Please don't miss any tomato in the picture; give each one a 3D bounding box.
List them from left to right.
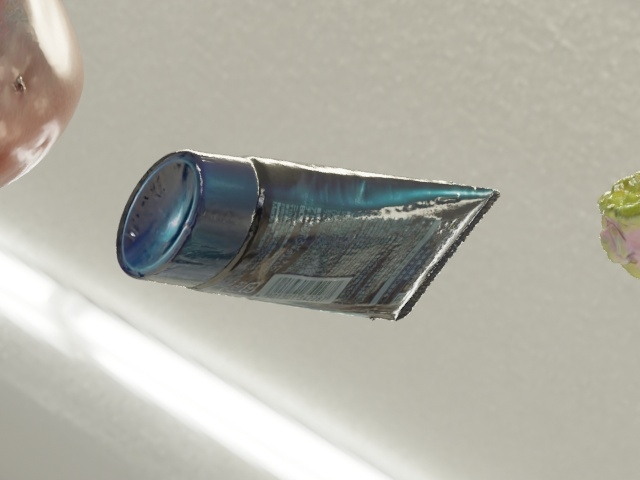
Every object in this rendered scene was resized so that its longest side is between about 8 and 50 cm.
[{"bbox_3d":[-0.414,-0.198,1.816,0.273,0.341,0.341,1,-40,37],"label":"tomato"}]

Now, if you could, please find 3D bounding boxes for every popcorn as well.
[{"bbox_3d":[0.377,-0.024,1.754,0.125,0.126,0.145,57,-44,33],"label":"popcorn"}]

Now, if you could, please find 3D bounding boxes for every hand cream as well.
[{"bbox_3d":[0.000,0.000,0.983,0.270,0.120,0.061,9,34,-46],"label":"hand cream"}]
